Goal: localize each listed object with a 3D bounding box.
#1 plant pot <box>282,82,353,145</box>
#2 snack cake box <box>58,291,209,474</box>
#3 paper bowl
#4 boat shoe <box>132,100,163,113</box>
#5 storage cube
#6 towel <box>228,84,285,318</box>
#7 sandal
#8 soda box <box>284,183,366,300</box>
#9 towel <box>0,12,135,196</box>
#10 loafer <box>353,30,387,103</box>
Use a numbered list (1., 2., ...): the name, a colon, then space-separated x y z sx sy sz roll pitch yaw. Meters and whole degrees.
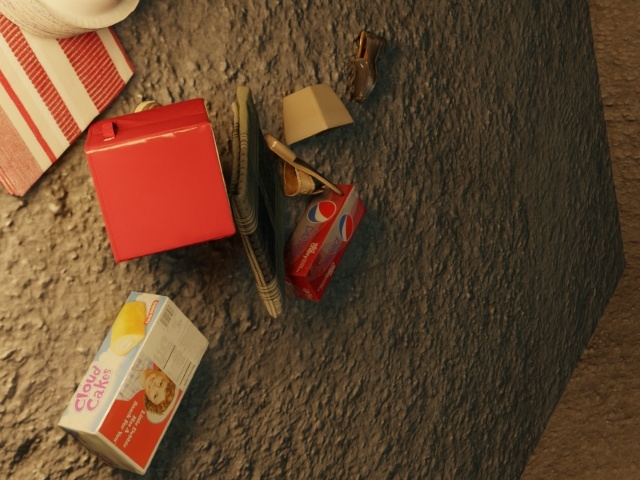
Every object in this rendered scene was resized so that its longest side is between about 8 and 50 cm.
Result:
1. plant pot: -0.015 -0.263 2.141 0.109 0.109 0.096 -22 94 -54
2. snack cake box: -0.308 0.238 1.764 0.152 0.089 0.264 57 48 -45
3. paper bowl: -0.364 -0.445 1.518 0.284 0.148 0.284 6 83 -52
4. boat shoe: -0.253 -0.115 1.801 0.095 0.095 0.257 -36 123 -49
5. storage cube: -0.251 -0.098 1.655 0.183 0.193 0.215 -116 -167 -68
6. towel: -0.121 -0.073 1.920 0.324 0.056 0.312 -92 169 -46
7. sandal: -0.056 -0.131 2.143 0.079 0.088 0.240 -50 135 4
8. soda box: 0.000 0.000 2.202 0.263 0.092 0.083 -61 141 -32
9. towel: -0.426 -0.256 1.580 0.329 0.037 0.237 -57 135 -39
10. loafer: 0.096 -0.390 2.347 0.061 0.062 0.170 26 67 -32
